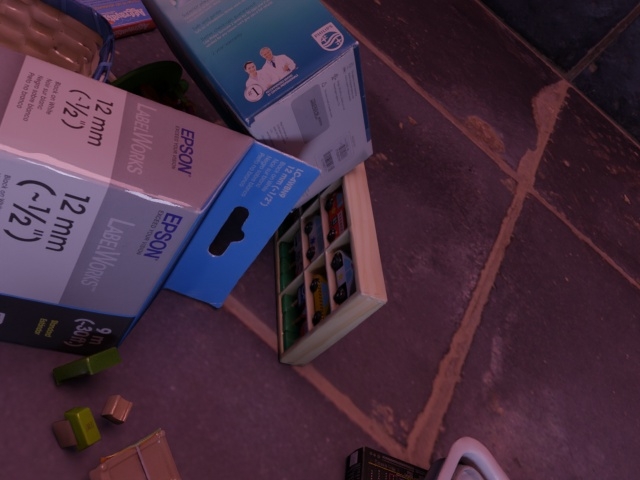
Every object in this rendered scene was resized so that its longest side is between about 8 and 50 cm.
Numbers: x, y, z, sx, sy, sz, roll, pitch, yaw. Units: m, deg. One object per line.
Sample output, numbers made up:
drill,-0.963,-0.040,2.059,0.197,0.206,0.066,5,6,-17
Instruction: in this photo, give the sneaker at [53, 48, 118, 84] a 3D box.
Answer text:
sneaker,-0.321,-0.216,0.774,0.135,0.052,0.058,36,71,-28

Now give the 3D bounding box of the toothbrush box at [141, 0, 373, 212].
toothbrush box,-0.082,-0.208,0.651,0.126,0.216,0.296,-36,69,-5

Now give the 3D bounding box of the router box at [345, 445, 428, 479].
router box,0.084,0.291,0.652,0.122,0.038,0.092,26,43,-17

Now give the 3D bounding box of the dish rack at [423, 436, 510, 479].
dish rack,0.167,0.391,0.560,0.333,0.072,0.285,55,38,-4

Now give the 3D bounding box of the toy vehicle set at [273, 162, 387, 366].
toy vehicle set,0.000,0.000,0.742,0.035,0.166,0.267,19,45,-28

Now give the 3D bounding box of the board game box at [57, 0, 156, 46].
board game box,-0.374,-0.331,0.844,0.145,0.027,0.281,44,41,4

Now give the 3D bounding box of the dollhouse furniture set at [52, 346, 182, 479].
dollhouse furniture set,-0.193,0.179,0.547,0.076,0.058,0.152,-20,88,-54

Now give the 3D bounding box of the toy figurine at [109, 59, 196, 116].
toy figurine,-0.186,-0.125,0.775,0.159,0.130,0.173,58,17,-1

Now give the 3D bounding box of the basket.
basket,-0.307,-0.205,0.584,0.201,0.289,0.255,19,48,-17

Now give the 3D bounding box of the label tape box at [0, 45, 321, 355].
label tape box,-0.203,-0.006,0.523,0.347,0.249,0.115,18,45,-25
